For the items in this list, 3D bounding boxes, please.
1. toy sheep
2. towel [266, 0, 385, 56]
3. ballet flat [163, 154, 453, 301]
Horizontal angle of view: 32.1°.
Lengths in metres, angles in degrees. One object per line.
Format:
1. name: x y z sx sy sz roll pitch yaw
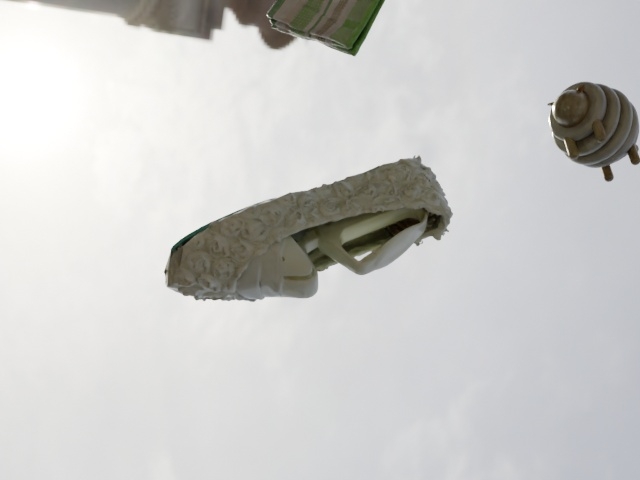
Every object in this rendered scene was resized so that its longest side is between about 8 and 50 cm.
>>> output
1. toy sheep: 0.276 -0.111 1.106 0.091 0.132 0.091 -24 -128 36
2. towel: 0.013 -0.235 1.023 0.152 0.023 0.113 33 -82 54
3. ballet flat: 0.000 0.000 1.464 0.147 0.409 0.147 52 -25 37
